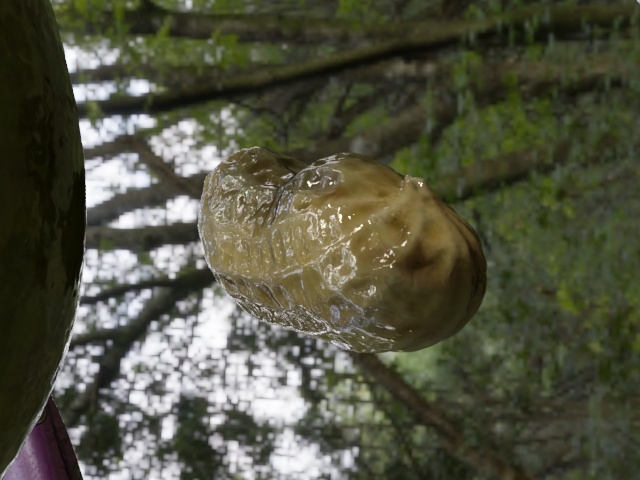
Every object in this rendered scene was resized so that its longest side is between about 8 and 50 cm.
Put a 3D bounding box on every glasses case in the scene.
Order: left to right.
[{"bbox_3d":[-0.332,0.306,1.469,0.076,0.123,0.316,3,-117,-57],"label":"glasses case"}]

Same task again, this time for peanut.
[{"bbox_3d":[0.000,0.000,0.993,0.140,0.325,0.153,-14,-67,-32],"label":"peanut"}]

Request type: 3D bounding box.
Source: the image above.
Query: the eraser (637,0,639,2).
[{"bbox_3d":[0.446,-0.281,1.426,0.104,0.150,0.023,-96,-2,-65],"label":"eraser"}]

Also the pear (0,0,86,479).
[{"bbox_3d":[-0.271,-0.019,0.491,0.352,0.352,0.413,-46,-39,-64],"label":"pear"}]
